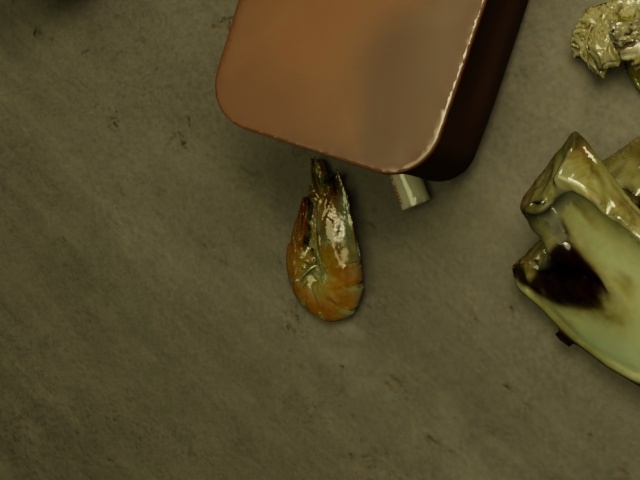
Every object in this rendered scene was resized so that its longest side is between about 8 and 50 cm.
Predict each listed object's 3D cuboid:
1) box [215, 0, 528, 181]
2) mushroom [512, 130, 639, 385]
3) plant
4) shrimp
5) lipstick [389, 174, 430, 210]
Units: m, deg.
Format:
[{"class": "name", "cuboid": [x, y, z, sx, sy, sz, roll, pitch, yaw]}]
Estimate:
[{"class": "box", "cuboid": [0.080, -0.244, 0.873, 0.239, 0.229, 0.340, 20, 96, 21]}, {"class": "mushroom", "cuboid": [0.347, 0.017, 0.881, 0.291, 0.212, 0.217, 30, 152, 7]}, {"class": "plant", "cuboid": [0.334, -0.201, 0.888, 0.116, 0.104, 0.122, 29, 149, 54]}, {"class": "shrimp", "cuboid": [-0.001, 0.000, 1.069, 0.115, 0.051, 0.217, -2, 99, 26]}, {"class": "lipstick", "cuboid": [0.095, -0.104, 1.015, 0.038, 0.038, 0.131, -22, 87, 25]}]
